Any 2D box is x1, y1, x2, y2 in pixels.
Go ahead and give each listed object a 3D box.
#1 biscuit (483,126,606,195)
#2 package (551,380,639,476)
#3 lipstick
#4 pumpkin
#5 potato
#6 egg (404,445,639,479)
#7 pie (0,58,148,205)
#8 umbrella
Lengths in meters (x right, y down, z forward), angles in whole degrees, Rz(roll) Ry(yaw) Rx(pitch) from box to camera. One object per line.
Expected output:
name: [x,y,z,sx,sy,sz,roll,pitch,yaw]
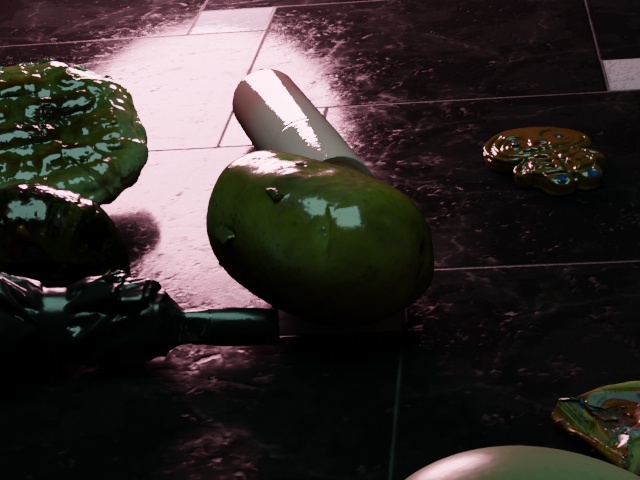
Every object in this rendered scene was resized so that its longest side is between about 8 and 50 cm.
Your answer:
biscuit: [0.255,-0.095,1.628,0.124,0.026,0.175,-13,26,-14]
package: [0.254,0.140,1.118,0.121,0.031,0.108,-12,26,-15]
lipstick: [-0.025,-0.110,1.646,0.087,0.087,0.327,-11,26,-12]
pumpkin: [-0.290,-0.006,1.467,0.184,0.107,0.119,-7,20,-7]
potato: [-0.002,-0.001,1.334,0.228,0.148,0.197,19,-5,23]
egg: [0.136,0.213,0.802,0.254,0.188,0.188,10,29,17]
pie: [-0.339,-0.116,1.660,0.306,0.071,0.306,1,47,-1]
umbrella: [-0.207,0.077,1.294,0.340,0.118,0.118,2,25,-5]
